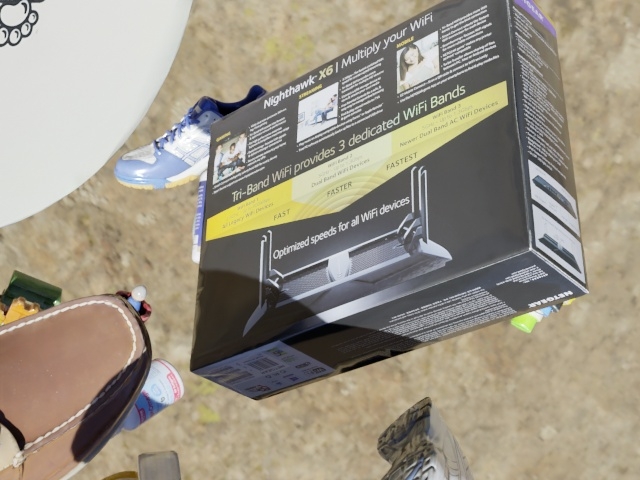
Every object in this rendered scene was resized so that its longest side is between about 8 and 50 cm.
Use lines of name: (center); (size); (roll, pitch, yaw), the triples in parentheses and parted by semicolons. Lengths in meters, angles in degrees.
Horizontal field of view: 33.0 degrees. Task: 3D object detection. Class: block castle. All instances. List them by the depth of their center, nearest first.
block castle: (-0.551, 0.146, 2.041); (0.453, 0.303, 0.213); (25, 116, -19)

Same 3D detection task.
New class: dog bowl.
dog bowl: (-0.186, -0.139, 0.556); (0.265, 0.104, 0.264); (-40, 146, -35)

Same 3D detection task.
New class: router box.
router box: (0.040, -0.034, 0.835); (0.309, 0.242, 0.081); (-22, 142, 34)

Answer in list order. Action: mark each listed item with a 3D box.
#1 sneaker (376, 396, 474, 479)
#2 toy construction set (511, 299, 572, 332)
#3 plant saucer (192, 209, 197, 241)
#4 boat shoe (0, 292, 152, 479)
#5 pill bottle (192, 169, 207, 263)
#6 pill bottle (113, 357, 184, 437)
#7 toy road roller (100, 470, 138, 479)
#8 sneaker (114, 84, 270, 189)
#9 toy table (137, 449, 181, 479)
sneaker: (0.132, 0.288, 1.238); (0.111, 0.297, 0.129); (-41, 96, 20)
toy construction set: (0.203, 0.013, 1.347); (0.328, 0.215, 0.151); (20, 93, -51)
plant saucer: (-0.158, -0.061, 1.834); (0.037, 0.195, 0.195); (40, 88, -33)
boat shoe: (-0.252, 0.135, 0.699); (0.324, 0.123, 0.116); (-34, 168, -17)
pill bottle: (-0.129, -0.055, 1.622); (0.112, 0.112, 0.186); (9, 82, -35)
pill bottle: (-0.327, 0.282, 1.917); (0.160, 0.087, 0.087); (-33, 129, -37)
toy road roller: (-0.152, 0.442, 1.424); (0.241, 0.202, 0.329); (-24, 122, -4)
sneaker: (-0.212, -0.182, 1.828); (0.297, 0.112, 0.131); (-19, 128, -12)
toy table: (-0.075, 0.240, 0.599); (0.274, 0.161, 0.252); (7, 73, -8)
